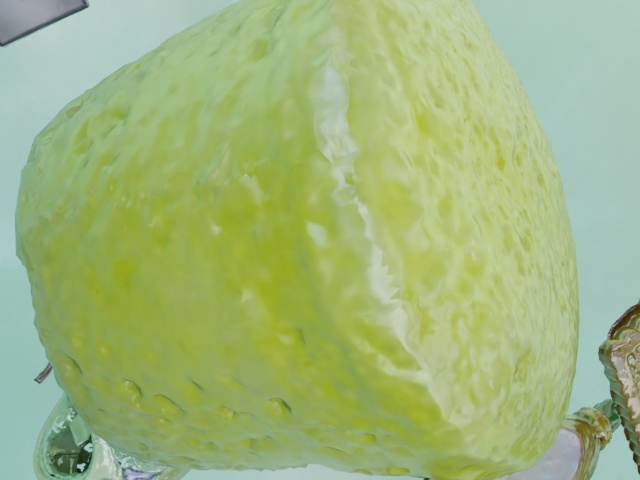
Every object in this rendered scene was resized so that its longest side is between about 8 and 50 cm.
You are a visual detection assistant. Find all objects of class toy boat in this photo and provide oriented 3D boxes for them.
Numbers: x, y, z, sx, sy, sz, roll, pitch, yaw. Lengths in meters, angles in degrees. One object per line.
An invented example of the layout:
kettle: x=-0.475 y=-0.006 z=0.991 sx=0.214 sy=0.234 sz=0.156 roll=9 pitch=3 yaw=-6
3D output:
toy boat: x=0.152 y=0.194 z=0.832 sx=0.229 sy=0.088 sz=0.089 roll=-30 pitch=75 yaw=-5

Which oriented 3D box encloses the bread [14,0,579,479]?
bread: x=0.000 y=0.000 z=0.694 sx=0.308 sy=0.348 sz=0.348 roll=-16 pitch=90 yaw=32

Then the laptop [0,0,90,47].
laptop: x=-0.485 y=-0.409 z=1.703 sx=0.180 sy=0.016 sz=0.129 roll=-20 pitch=113 yaw=16

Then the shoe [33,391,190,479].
shoe: x=-0.149 y=0.152 z=0.911 sx=0.262 sy=0.128 sz=0.140 roll=-50 pitch=62 yaw=20

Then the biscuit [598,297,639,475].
biscuit: x=0.358 y=0.143 z=0.987 sx=0.172 sy=0.029 sz=0.254 roll=-37 pitch=120 yaw=-18

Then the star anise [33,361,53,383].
star anise: x=-0.396 y=0.114 z=1.695 sx=0.073 sy=0.234 sz=0.177 roll=8 pitch=107 yaw=19
